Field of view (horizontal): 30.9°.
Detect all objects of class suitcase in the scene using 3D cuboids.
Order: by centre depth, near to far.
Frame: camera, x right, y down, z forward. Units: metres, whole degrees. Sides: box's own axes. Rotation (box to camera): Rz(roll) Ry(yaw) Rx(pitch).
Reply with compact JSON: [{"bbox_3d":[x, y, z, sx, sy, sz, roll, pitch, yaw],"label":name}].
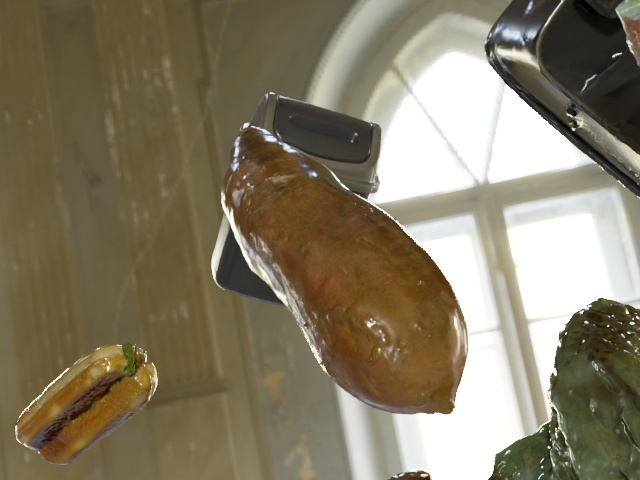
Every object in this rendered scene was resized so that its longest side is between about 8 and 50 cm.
[{"bbox_3d":[0.378,-0.158,1.055,0.434,0.283,0.194,35,4,-17],"label":"suitcase"}]

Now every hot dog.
[{"bbox_3d":[-0.285,0.195,1.436,0.104,0.076,0.250,34,-55,-19],"label":"hot dog"}]

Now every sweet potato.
[{"bbox_3d":[-0.001,-0.001,0.733,0.097,0.292,0.097,-19,-45,-20],"label":"sweet potato"}]

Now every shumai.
[{"bbox_3d":[0.364,0.295,1.348,0.324,0.397,0.323,4,-47,-52],"label":"shumai"}]

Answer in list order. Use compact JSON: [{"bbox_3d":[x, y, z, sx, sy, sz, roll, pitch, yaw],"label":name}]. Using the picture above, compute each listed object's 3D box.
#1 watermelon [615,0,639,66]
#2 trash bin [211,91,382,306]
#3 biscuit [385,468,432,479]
[{"bbox_3d":[0.286,-0.104,0.781,0.121,0.158,0.098,-19,-47,10],"label":"watermelon"},{"bbox_3d":[-0.039,-0.058,1.699,0.210,0.290,0.182,15,20,-15],"label":"trash bin"},{"bbox_3d":[0.029,0.304,1.207,0.212,0.036,0.212,-29,-19,-11],"label":"biscuit"}]
